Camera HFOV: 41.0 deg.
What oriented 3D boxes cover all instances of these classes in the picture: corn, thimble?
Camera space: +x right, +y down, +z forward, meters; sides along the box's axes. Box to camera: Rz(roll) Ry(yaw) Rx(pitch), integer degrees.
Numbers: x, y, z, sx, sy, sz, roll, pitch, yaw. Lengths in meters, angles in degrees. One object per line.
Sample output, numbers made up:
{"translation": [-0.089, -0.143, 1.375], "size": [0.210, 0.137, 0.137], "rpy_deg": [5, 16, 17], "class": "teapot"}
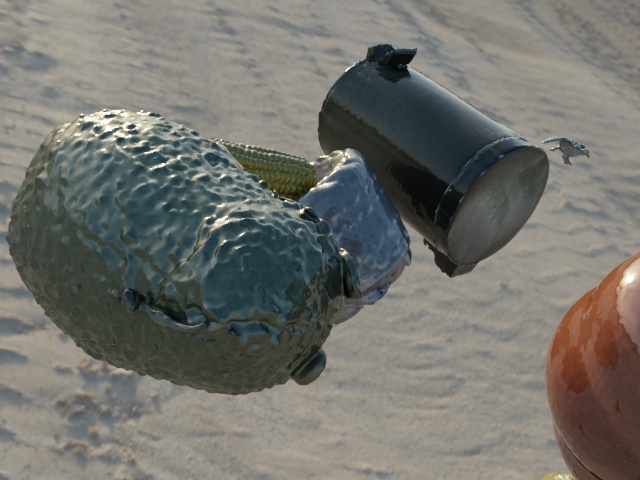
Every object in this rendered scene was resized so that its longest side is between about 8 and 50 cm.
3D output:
{"translation": [-0.116, -0.087, 1.050], "size": [0.231, 0.080, 0.080], "rpy_deg": [13, 30, -13], "class": "corn"}
{"translation": [0.000, 0.000, 1.126], "size": [0.205, 0.236, 0.172], "rpy_deg": [-40, 107, -30], "class": "thimble"}

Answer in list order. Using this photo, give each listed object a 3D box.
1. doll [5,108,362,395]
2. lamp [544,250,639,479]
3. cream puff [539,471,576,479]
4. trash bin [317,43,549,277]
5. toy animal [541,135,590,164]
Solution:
{"translation": [-0.122, 0.014, 0.776], "size": [0.247, 0.247, 0.350], "rpy_deg": [-5, 20, -42], "class": "doll"}
{"translation": [0.331, 0.107, 0.667], "size": [0.306, 0.305, 0.239], "rpy_deg": [20, 50, -6], "class": "lamp"}
{"translation": [0.382, 0.417, 1.146], "size": [0.196, 0.244, 0.244], "rpy_deg": [-1, 16, 30], "class": "cream puff"}
{"translation": [0.159, -0.125, 1.280], "size": [0.203, 0.252, 0.301], "rpy_deg": [-13, 43, -40], "class": "trash bin"}
{"translation": [0.303, -0.107, 1.036], "size": [0.050, 0.028, 0.084], "rpy_deg": [43, 24, 30], "class": "toy animal"}
